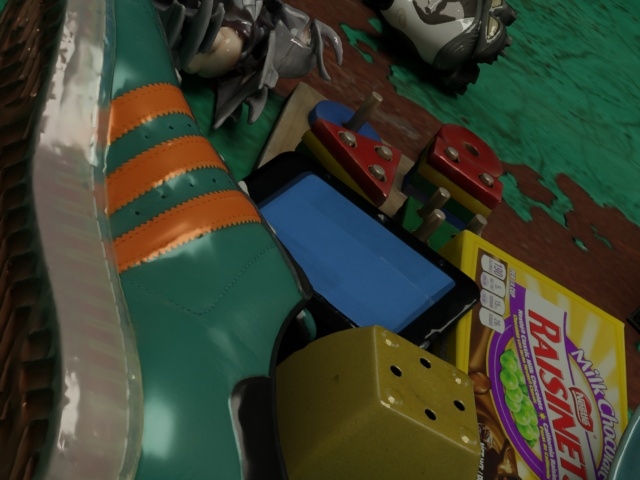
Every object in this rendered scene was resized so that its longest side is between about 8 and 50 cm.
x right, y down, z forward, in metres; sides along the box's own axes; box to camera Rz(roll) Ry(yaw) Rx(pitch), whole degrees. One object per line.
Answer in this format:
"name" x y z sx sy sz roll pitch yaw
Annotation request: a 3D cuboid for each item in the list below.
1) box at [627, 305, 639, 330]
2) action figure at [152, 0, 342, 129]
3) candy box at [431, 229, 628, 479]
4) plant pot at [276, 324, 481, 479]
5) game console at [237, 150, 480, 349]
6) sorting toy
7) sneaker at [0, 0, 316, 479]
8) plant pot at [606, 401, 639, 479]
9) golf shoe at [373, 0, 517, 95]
"box" 0.293 -0.001 0.977 0.077 0.180 0.147 47 28 13
"action figure" -0.099 -0.165 0.828 0.285 0.099 0.185 32 19 -23
"candy box" 0.095 0.093 0.723 0.105 0.027 0.206 31 40 -21
"plant pot" 0.017 0.082 0.619 0.081 0.083 0.081 29 30 -19
"game console" 0.000 0.000 0.704 0.122 0.071 0.107 37 -7 20
"sorting toy" 0.035 -0.025 0.840 0.132 0.046 0.274 35 28 -8
"sneaker" -0.072 0.004 0.611 0.121 0.108 0.302 23 40 -31
"plant pot" 0.273 0.168 0.657 0.195 0.290 0.290 65 3 -46
"golf shoe" 0.081 -0.184 1.099 0.094 0.077 0.198 31 28 -16
